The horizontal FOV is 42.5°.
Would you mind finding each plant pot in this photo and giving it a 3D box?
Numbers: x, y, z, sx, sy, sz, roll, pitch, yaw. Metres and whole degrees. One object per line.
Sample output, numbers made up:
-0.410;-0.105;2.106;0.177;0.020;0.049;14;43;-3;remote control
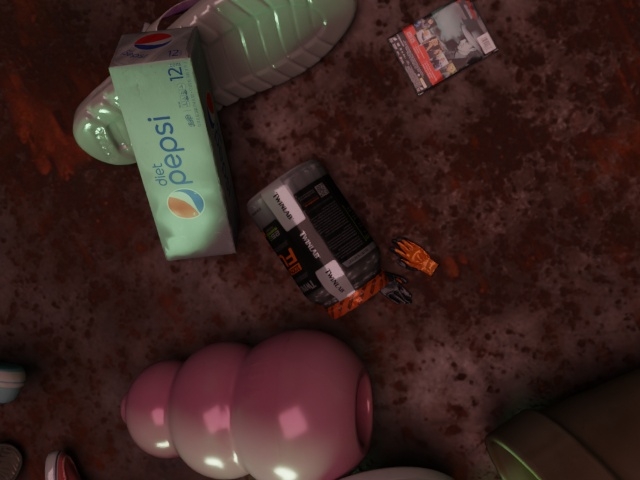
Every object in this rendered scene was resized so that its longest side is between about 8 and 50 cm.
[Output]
0.403;0.280;0.971;0.280;0.323;0.323;-36;90;-8;plant pot

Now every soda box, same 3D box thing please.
-0.173;-0.113;1.024;0.098;0.091;0.286;-6;128;4;soda box

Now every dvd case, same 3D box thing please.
0.160;-0.257;1.078;0.119;0.013;0.087;-29;91;10;dvd case

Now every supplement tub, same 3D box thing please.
0.000;0.000;1.070;0.117;0.117;0.190;-34;89;9;supplement tub

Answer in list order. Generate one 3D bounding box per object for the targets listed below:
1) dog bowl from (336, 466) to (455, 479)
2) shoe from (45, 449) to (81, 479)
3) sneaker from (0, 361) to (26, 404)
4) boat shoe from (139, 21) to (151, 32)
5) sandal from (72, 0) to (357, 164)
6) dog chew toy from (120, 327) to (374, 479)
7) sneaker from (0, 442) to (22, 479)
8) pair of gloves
0.075;0.405;1.030;0.264;0.104;0.265;-8;131;-9;dog bowl
-0.332;0.379;1.178;0.081;0.063;0.178;-11;99;7;shoe
-0.554;0.272;1.149;0.319;0.127;0.208;-6;80;17;sneaker
-0.238;-0.246;1.125;0.035;0.035;0.100;11;93;-21;boat shoe
-0.154;-0.250;1.070;0.416;0.169;0.102;-28;54;9;sandal
-0.103;0.218;1.069;0.331;0.206;0.207;-2;95;16;dog chew toy
-0.542;0.367;1.200;0.222;0.118;0.083;-36;100;-20;sneaker
0.110;0.041;1.112;0.074;0.010;0.083;38;99;3;pair of gloves
